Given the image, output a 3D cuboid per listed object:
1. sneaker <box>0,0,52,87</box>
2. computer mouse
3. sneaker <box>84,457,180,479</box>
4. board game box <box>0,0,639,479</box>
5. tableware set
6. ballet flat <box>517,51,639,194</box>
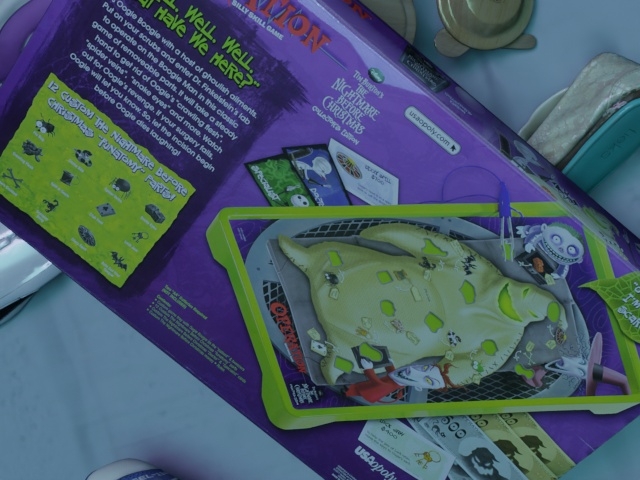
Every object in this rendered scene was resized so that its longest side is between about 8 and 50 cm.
[{"bbox_3d":[-0.219,-0.136,0.591,0.305,0.114,0.152,-16,60,17],"label":"sneaker"},{"bbox_3d":[-0.189,-0.001,0.616,0.193,0.042,0.106,-36,84,17],"label":"computer mouse"},{"bbox_3d":[-0.144,0.272,0.607,0.131,0.112,0.296,37,104,29],"label":"sneaker"},{"bbox_3d":[0.000,0.000,0.490,0.347,0.056,0.208,40,121,-5],"label":"board game box"},{"bbox_3d":[0.049,-0.163,0.504,0.141,0.020,0.169,-7,96,-10],"label":"tableware set"},{"bbox_3d":[0.113,-0.030,0.518,0.168,0.057,0.052,-46,46,18],"label":"ballet flat"}]
